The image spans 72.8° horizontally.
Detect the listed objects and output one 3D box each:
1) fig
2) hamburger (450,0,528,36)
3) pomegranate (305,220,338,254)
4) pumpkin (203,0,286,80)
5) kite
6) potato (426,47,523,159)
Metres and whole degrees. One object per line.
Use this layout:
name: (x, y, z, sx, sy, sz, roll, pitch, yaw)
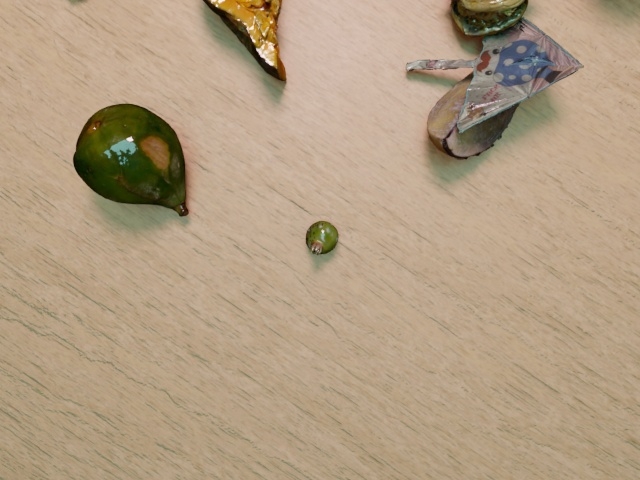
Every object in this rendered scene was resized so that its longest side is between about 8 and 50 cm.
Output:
fig: (-0.356, -0.144, 0.864, 0.195, 0.195, 0.245, -29, 127, 4)
hamburger: (0.328, -0.472, 0.800, 0.184, 0.131, 0.159, -13, 71, 7)
pomegranate: (-0.002, 0.000, 0.894, 0.073, 0.073, 0.084, 41, 65, -1)
pumpkin: (-0.109, -0.472, 0.835, 0.190, 0.139, 0.280, -42, 93, 5)
kite: (0.318, -0.334, 0.818, 0.314, 0.011, 0.336, 12, 67, 24)
potato: (0.301, -0.253, 0.870, 0.261, 0.100, 0.120, -48, 130, -11)
